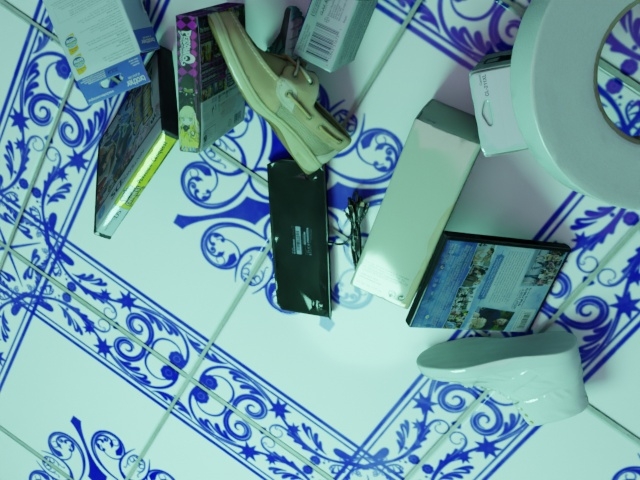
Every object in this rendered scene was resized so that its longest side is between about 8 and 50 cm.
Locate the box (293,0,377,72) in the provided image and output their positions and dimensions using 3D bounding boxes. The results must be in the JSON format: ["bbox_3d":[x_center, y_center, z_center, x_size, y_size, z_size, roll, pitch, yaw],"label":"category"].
[{"bbox_3d":[0.028,-0.347,1.173,0.072,0.137,0.126,28,117,8],"label":"box"}]

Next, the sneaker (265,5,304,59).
[{"bbox_3d":[-0.070,-0.317,1.265,0.076,0.065,0.166,16,114,17],"label":"sneaker"}]

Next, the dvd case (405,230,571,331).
[{"bbox_3d":[0.281,0.074,1.238,0.253,0.022,0.180,6,119,-24],"label":"dvd case"}]

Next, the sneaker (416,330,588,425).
[{"bbox_3d":[0.327,0.263,1.336,0.293,0.108,0.169,-8,115,30],"label":"sneaker"}]

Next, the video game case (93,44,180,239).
[{"bbox_3d":[-0.329,-0.178,1.311,0.035,0.274,0.248,22,124,-31],"label":"video game case"}]

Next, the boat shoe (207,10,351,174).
[{"bbox_3d":[-0.059,-0.248,1.189,0.110,0.121,0.341,-31,140,8],"label":"boat shoe"}]

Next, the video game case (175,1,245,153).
[{"bbox_3d":[-0.176,-0.274,1.221,0.042,0.232,0.210,8,114,10],"label":"video game case"}]

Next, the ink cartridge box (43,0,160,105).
[{"bbox_3d":[-0.402,-0.413,1.320,0.186,0.065,0.311,-11,103,35],"label":"ink cartridge box"}]

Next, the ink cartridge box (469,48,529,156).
[{"bbox_3d":[0.281,-0.212,1.118,0.072,0.175,0.127,-7,109,22],"label":"ink cartridge box"}]

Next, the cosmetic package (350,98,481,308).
[{"bbox_3d":[0.165,-0.061,1.232,0.113,0.160,0.309,25,118,8],"label":"cosmetic package"}]

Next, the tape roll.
[{"bbox_3d":[0.453,-0.235,1.011,0.392,0.072,0.391,-2,104,-10],"label":"tape roll"}]

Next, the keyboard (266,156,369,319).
[{"bbox_3d":[0.000,0.000,1.387,0.202,0.033,0.317,8,114,23],"label":"keyboard"}]
